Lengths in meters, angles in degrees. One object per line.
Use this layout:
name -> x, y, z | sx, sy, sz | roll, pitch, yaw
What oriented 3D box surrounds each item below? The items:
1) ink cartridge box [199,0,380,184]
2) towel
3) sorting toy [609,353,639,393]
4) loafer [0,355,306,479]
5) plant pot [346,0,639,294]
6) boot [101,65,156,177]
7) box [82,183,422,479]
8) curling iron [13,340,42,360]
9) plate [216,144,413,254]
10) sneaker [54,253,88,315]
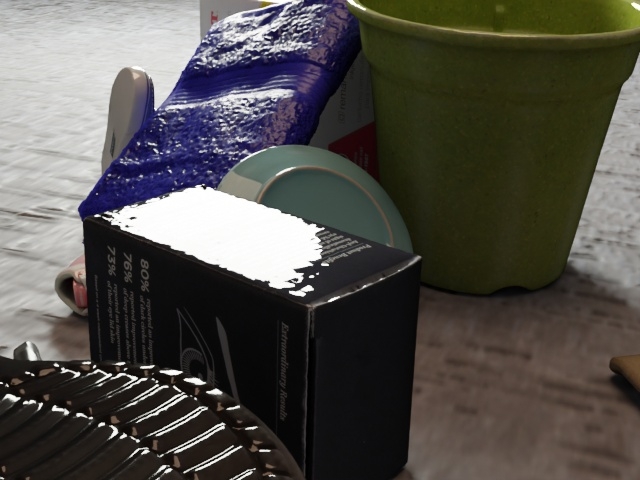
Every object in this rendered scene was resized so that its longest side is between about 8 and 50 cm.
ink cartridge box -> -0.001, -0.171, 1.144 | 0.306, 0.226, 0.131 | 20, 26, 41
towel -> -0.094, -0.117, 0.947 | 0.227, 0.076, 0.308 | -8, 44, 41
sorting toy -> 0.394, 0.116, 0.689 | 0.307, 0.041, 0.229 | -4, 22, -13
loafer -> -0.157, 0.132, 0.488 | 0.365, 0.130, 0.134 | 9, 19, 34
plant pot -> 0.157, -0.098, 0.923 | 0.276, 0.254, 0.276 | 1, 25, -1
boot -> -0.188, -0.122, 1.084 | 0.086, 0.190, 0.069 | -7, 60, -25
box -> -0.048, 0.066, 0.638 | 0.207, 0.153, 0.108 | 20, 27, 36
curling iron -> -0.156, 0.137, 0.606 | 0.068, 0.035, 0.274 | -13, 26, -24
plate -> 0.000, 0.000, 0.806 | 0.188, 0.188, 0.024 | -12, -17, -32
sneaker -> -0.166, 0.042, 0.831 | 0.134, 0.051, 0.070 | 9, 24, 26
